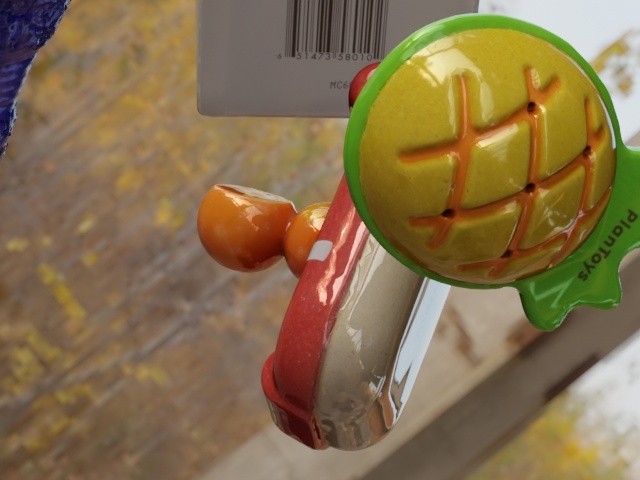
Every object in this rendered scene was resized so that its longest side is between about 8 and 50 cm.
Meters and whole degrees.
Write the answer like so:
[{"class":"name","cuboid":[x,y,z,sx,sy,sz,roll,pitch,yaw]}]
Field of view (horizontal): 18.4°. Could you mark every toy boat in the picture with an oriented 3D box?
[{"class":"toy boat","cuboid":[0.000,0.000,1.161,0.151,0.231,0.151,17,-22,13]}]

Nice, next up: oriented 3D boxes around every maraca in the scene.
[{"class":"maraca","cuboid":[0.091,-0.030,0.921,0.186,0.127,0.099,33,9,-30]}]

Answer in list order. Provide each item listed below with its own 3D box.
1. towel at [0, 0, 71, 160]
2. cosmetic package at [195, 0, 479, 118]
[{"class":"towel","cuboid":[-0.227,-0.059,0.852,0.228,0.308,0.076,1,44,-35]},{"class":"cosmetic package","cuboid":[0.004,-0.253,1.455,0.365,0.197,0.155,-92,-176,-53]}]
